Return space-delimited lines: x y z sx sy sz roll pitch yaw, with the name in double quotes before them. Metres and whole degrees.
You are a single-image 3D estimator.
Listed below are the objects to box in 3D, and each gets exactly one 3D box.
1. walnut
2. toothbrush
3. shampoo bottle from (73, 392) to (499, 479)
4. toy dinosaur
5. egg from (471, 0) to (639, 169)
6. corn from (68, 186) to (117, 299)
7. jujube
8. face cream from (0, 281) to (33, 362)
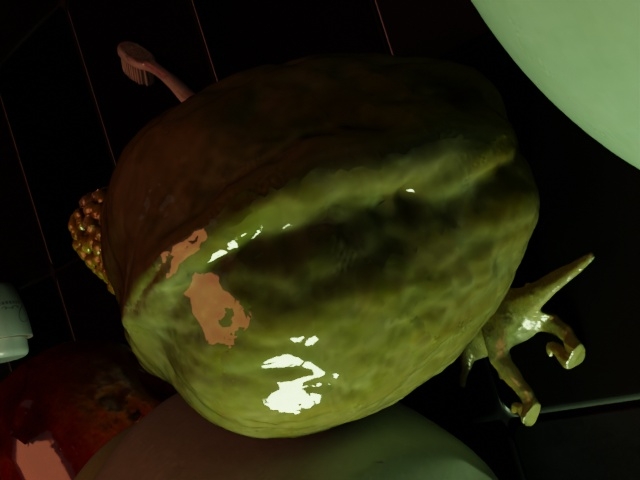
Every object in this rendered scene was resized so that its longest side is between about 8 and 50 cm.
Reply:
"walnut" 0.000 0.000 0.864 0.227 0.282 0.283 60 145 21
"toothbrush" -0.102 -0.113 1.199 0.307 0.025 0.030 37 141 44
"shampoo bottle" -0.022 0.255 0.961 0.317 0.322 0.323 -1 102 50
"toy dinosaur" 0.124 0.043 0.912 0.126 0.039 0.162 43 135 41
"egg" 0.163 -0.201 0.524 0.276 0.276 0.389 -7 100 57
"corn" -0.132 0.061 1.258 0.320 0.097 0.097 48 140 32
"jujube" -0.208 0.253 1.358 0.318 0.223 0.223 63 146 10
"face cream" -0.409 0.105 1.699 0.091 0.091 0.095 -26 74 57
